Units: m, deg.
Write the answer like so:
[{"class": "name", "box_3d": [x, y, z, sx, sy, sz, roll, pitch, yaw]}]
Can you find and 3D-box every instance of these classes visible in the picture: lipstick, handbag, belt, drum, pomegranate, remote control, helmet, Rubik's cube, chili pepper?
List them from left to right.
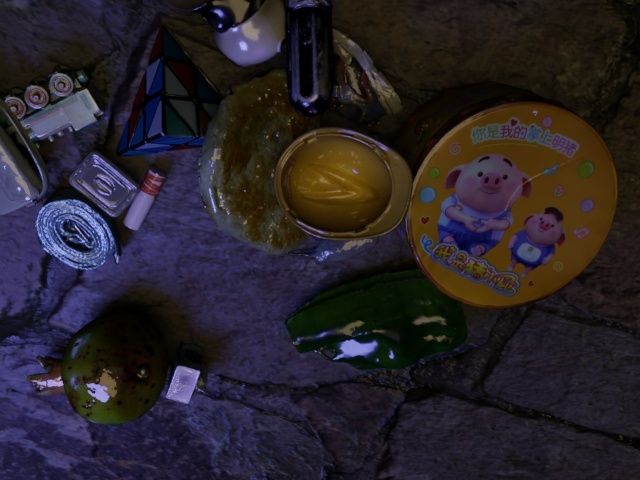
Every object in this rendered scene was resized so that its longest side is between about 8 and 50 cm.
[{"class": "handbag", "box_3d": [-0.607, -0.173, 1.468, 0.219, 0.079, 0.256, -13, 117, 38]}, {"class": "belt", "box_3d": [-0.489, -0.022, 1.579, 0.147, 0.082, 0.163, -11, 113, 0]}, {"class": "pomegranate", "box_3d": [-0.460, 0.251, 1.632, 0.285, 0.231, 0.231, 16, 111, 20]}, {"class": "lipstick", "box_3d": [-0.356, -0.085, 1.589, 0.038, 0.038, 0.131, 27, 106, -13]}, {"class": "Rubik's cube", "box_3d": [-0.309, -0.291, 1.510, 0.249, 0.284, 0.234, -7, 92, 33]}, {"class": "remote control", "box_3d": [-0.021, -0.358, 1.413, 0.090, 0.066, 0.266, -1, 93, 3]}, {"class": "helmet", "box_3d": [0.048, -0.099, 1.470, 0.256, 0.140, 0.205, 13, 90, 10]}, {"class": "chili pepper", "box_3d": [0.125, 0.184, 1.657, 0.384, 0.167, 0.213, -14, 109, 2]}, {"class": "drum", "box_3d": [0.343, -0.090, 1.535, 0.430, 0.214, 0.432, -3, 111, -8]}]

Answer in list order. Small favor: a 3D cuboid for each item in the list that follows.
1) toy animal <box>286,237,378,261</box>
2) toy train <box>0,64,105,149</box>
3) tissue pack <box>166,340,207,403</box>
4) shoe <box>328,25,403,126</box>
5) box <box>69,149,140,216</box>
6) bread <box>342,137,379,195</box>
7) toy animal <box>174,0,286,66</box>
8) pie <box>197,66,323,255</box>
[{"class": "toy animal", "box_3d": [-0.002, 0.008, 1.645, 0.252, 0.070, 0.079, -5, 76, 10]}, {"class": "toy train", "box_3d": [-0.517, -0.251, 1.497, 0.193, 0.081, 0.125, -26, 114, 4]}, {"class": "tissue pack", "box_3d": [-0.282, 0.286, 1.693, 0.079, 0.111, 0.085, 18, 108, -12]}, {"class": "shoe", "box_3d": [0.053, -0.306, 1.506, 0.125, 0.099, 0.227, -40, 106, 13]}, {"class": "box", "box_3d": [-0.425, -0.118, 1.560, 0.122, 0.062, 0.089, 41, 102, -16]}, {"class": "bread", "box_3d": [0.074, -0.123, 1.577, 0.119, 0.084, 0.177, 15, 112, 21]}, {"class": "toy animal", "box_3d": [-0.150, -0.409, 1.444, 0.166, 0.138, 0.179, -23, 120, 25]}, {"class": "pie", "box_3d": [-0.100, -0.144, 1.502, 0.296, 0.078, 0.372, -11, 113, -39]}]
